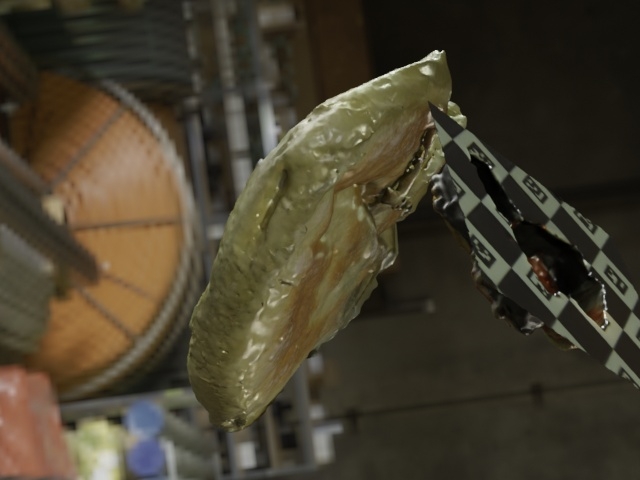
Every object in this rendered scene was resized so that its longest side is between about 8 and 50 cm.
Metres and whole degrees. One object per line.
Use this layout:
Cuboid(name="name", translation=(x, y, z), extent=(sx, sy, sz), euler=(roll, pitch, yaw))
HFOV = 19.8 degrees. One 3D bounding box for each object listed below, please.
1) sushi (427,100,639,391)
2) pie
Cuboid(name="sushi", translation=(0.088, 0.016, 0.745), extent=(0.126, 0.026, 0.120), euler=(33, 26, -30))
Cuboid(name="pie", translation=(0.000, 0.000, 1.334), extent=(0.075, 0.337, 0.337), euler=(36, -17, 13))
